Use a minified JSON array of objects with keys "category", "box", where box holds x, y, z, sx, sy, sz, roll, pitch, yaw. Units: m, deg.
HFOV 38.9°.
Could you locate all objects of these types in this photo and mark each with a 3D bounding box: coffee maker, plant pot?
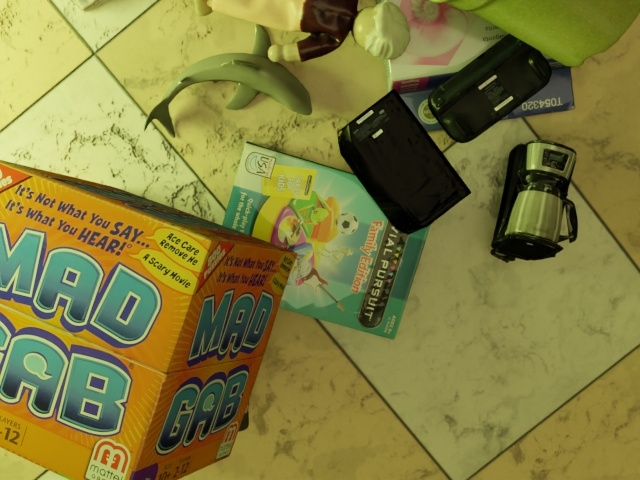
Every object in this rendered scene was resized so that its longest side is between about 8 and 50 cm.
[{"category":"coffee maker","box":[0.349,-0.066,1.528,0.120,0.171,0.178,22,75,-27]},{"category":"plant pot","box":[0.340,-0.404,1.363,0.254,0.276,0.276,32,95,-20]}]

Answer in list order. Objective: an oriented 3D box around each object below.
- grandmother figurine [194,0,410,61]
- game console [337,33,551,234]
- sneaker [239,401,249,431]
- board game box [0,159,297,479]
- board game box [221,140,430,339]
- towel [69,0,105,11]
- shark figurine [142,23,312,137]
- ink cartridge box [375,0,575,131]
[{"category":"grandmother figurine","box":[-0.017,-0.378,1.450,0.343,0.104,0.207,21,102,5]},{"category":"game console","box":[0.220,-0.189,1.476,0.361,0.044,0.213,-37,97,1]},{"category":"sneaker","box":[-0.258,0.256,1.565,0.270,0.090,0.144,-1,90,0]},{"category":"board game box","box":[-0.300,0.120,1.342,0.357,0.356,0.356,19,92,16]},{"category":"board game box","box":[0.000,0.000,1.543,0.336,0.079,0.253,16,97,-5]},{"category":"towel","box":[-0.330,-0.570,1.416,0.317,0.053,0.331,-28,113,5]},{"category":"shark figurine","box":[-0.161,-0.266,1.483,0.279,0.116,0.166,-10,97,-3]},{"category":"ink cartridge box","box":[0.263,-0.359,1.513,0.324,0.071,0.329,-9,97,-2]}]
